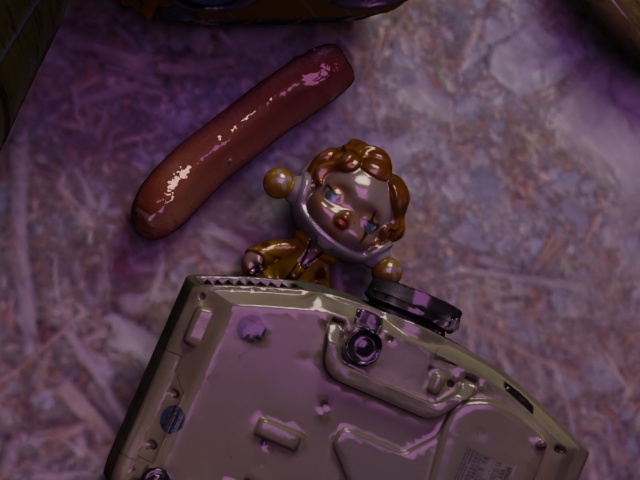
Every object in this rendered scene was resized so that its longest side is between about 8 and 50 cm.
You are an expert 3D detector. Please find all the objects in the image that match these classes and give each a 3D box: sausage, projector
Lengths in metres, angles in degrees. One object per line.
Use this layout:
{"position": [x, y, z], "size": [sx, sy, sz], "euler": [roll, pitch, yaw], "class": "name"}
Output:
{"position": [-0.053, -0.064, 1.270], "size": [0.186, 0.043, 0.043], "euler": [-40, 90, -22], "class": "sausage"}
{"position": [0.024, 0.121, 1.203], "size": [0.269, 0.088, 0.193], "euler": [24, 87, -11], "class": "projector"}

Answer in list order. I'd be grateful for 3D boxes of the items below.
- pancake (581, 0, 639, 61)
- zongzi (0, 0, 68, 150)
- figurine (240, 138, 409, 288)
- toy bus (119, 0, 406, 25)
{"position": [0.259, -0.219, 1.402], "size": [0.242, 0.050, 0.242], "euler": [7, 73, -24], "class": "pancake"}
{"position": [-0.200, -0.108, 1.160], "size": [0.138, 0.300, 0.286], "euler": [23, 51, 33], "class": "zongzi"}
{"position": [0.003, 0.004, 1.262], "size": [0.101, 0.068, 0.143], "euler": [16, 85, -9], "class": "figurine"}
{"position": [-0.034, -0.199, 1.257], "size": [0.209, 0.136, 0.126], "euler": [-3, 78, -17], "class": "toy bus"}
